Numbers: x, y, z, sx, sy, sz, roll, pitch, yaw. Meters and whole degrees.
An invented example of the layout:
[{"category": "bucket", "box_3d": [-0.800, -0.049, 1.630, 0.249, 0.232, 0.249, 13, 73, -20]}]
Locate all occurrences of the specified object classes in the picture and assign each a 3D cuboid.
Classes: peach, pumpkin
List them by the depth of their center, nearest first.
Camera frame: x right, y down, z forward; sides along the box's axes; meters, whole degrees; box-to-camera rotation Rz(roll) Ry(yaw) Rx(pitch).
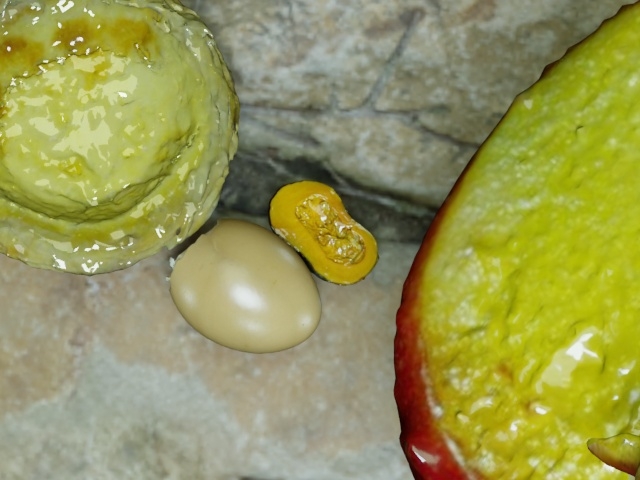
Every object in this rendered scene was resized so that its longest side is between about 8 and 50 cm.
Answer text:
[{"category": "peach", "box_3d": [0.250, 0.048, 0.938, 0.406, 0.310, 0.335, -53, 41, -7]}, {"category": "pumpkin", "box_3d": [0.001, 0.000, 1.116, 0.050, 0.028, 0.083, -34, 70, -21]}]

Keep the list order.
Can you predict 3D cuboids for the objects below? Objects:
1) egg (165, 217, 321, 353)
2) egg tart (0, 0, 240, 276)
[{"category": "egg", "box_3d": [-0.046, 0.032, 1.081, 0.096, 0.080, 0.080, 40, 77, 8]}, {"category": "egg tart", "box_3d": [-0.152, -0.074, 1.114, 0.213, 0.090, 0.212, -1, 74, 3]}]
